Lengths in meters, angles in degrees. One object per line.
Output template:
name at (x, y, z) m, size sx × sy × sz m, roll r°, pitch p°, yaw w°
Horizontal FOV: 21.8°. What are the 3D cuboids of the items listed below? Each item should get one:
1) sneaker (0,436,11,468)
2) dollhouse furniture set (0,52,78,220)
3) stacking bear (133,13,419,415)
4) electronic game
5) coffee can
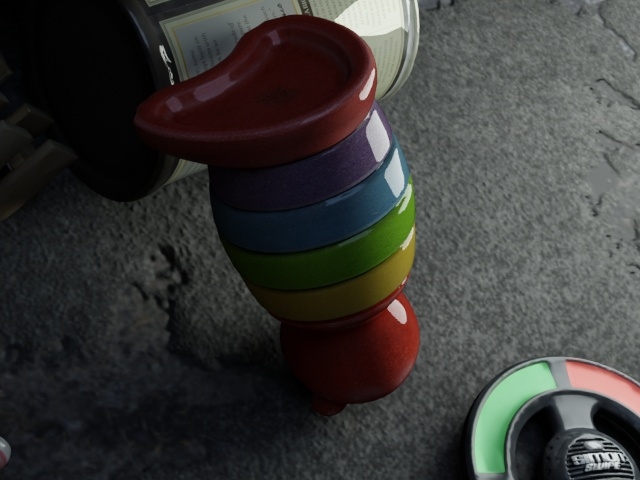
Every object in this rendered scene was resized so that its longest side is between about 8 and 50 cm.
sneaker at (-0.289, 0.160, 1.166) m, size 0.134 × 0.051 × 0.070 m, roll 13°, pitch 53°, yaw -10°
dollhouse furniture set at (-0.347, -0.113, 1.276) m, size 0.212 × 0.161 × 0.242 m, roll 54°, pitch 10°, yaw 19°
stacking bear at (0.000, 0.000, 1.278) m, size 0.175 × 0.289 × 0.164 m, roll -37°, pitch 37°, yaw -29°
electronic game at (0.221, 0.195, 1.360) m, size 0.229 × 0.048 × 0.229 m, roll 11°, pitch 52°, yaw -15°
coffee can at (-0.082, -0.170, 1.398) m, size 0.275 × 0.201 × 0.201 m, roll -24°, pitch 67°, yaw -35°
